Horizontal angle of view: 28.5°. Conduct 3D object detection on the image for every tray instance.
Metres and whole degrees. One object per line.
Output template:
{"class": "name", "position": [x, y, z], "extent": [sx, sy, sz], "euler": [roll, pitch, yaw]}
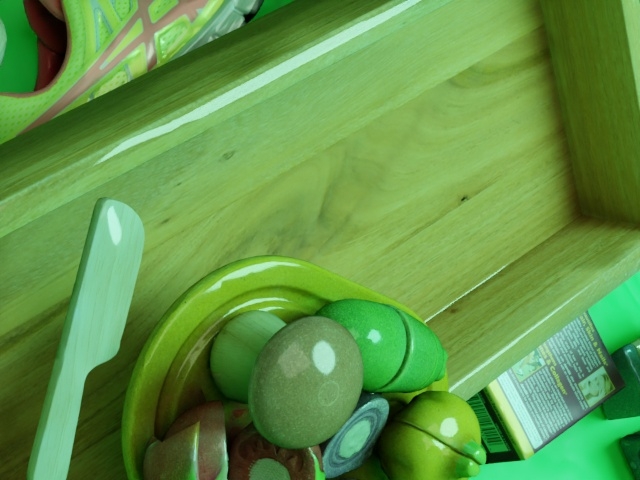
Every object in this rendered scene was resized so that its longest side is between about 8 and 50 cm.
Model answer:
{"class": "tray", "position": [0.000, 0.000, 0.587], "extent": [0.411, 0.076, 0.203], "euler": [-31, 119, -29]}

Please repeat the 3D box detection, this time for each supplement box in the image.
{"class": "supplement box", "position": [0.115, 0.077, 0.684], "extent": [0.083, 0.043, 0.055], "euler": [-28, 91, -29]}

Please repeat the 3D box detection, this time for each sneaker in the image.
{"class": "sneaker", "position": [-0.090, -0.107, 0.604], "extent": [0.094, 0.081, 0.208], "euler": [35, 65, -13]}

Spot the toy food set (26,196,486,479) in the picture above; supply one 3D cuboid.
{"class": "toy food set", "position": [-0.004, 0.076, 0.508], "extent": [0.218, 0.071, 0.128], "euler": [23, 86, -40]}

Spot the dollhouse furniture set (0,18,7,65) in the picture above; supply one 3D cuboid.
{"class": "dollhouse furniture set", "position": [-0.094, -0.193, 0.421], "extent": [0.394, 0.362, 0.256], "euler": [-28, 65, -37]}

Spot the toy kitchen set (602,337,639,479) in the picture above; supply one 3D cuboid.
{"class": "toy kitchen set", "position": [0.230, 0.143, 0.656], "extent": [0.122, 0.166, 0.207], "euler": [-24, 89, -30]}
